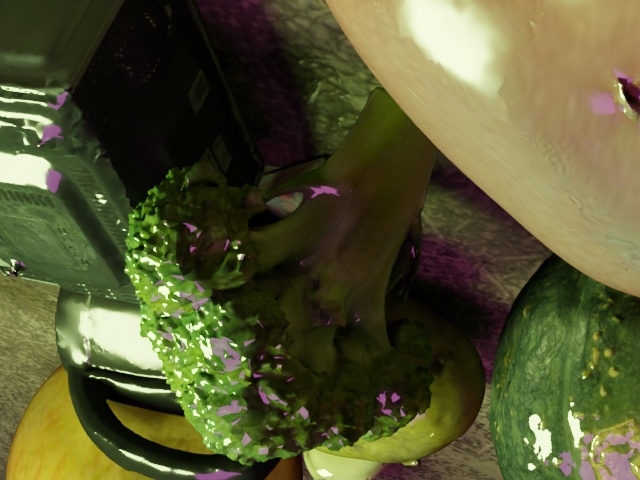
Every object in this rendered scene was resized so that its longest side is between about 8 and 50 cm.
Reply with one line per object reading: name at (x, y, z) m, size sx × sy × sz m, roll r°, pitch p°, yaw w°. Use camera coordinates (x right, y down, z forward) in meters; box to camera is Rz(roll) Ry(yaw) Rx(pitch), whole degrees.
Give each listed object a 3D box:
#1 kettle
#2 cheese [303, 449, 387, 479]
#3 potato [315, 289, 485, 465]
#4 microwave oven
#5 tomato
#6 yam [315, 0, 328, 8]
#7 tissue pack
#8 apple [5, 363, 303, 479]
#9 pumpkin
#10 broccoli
kettle at (-0.090, 0.081, 1.048) m, size 0.271 × 0.251 × 0.207 m, roll 12°, pitch 107°, yaw 25°
cheese at (0.018, 0.258, 1.299) m, size 0.127 × 0.255 × 0.050 m, roll 16°, pitch 154°, yaw 20°
potato at (0.056, 0.140, 1.169) m, size 0.197 × 0.148 × 0.228 m, roll 53°, pitch 140°, yaw 9°
microwave oven at (-0.201, -0.088, 0.906) m, size 0.238 × 0.181 × 0.295 m, roll 10°, pitch 150°, yaw 20°
tomato at (0.144, -0.136, 0.481) m, size 0.341 × 0.272 × 0.341 m, roll 21°, pitch 151°, yaw 12°
yam at (-0.031, -0.194, 0.783) m, size 0.107 × 0.014 × 0.014 m, roll 35°, pitch 149°, yaw -25°
tissue pack at (-0.010, -0.039, 1.020) m, size 0.063 × 0.035 × 0.083 m, roll 38°, pitch 147°, yaw -29°
apple at (-0.205, 0.281, 1.387) m, size 0.364 × 0.364 × 0.364 m, roll 16°, pitch 152°, yaw 9°
pumpkin at (0.286, 0.134, 0.893) m, size 0.292 × 0.257 × 0.327 m, roll 7°, pitch 157°, yaw 30°
broccoli at (-0.030, 0.015, 0.860) m, size 0.254 × 0.302 × 0.186 m, roll -5°, pitch -169°, yaw -25°
